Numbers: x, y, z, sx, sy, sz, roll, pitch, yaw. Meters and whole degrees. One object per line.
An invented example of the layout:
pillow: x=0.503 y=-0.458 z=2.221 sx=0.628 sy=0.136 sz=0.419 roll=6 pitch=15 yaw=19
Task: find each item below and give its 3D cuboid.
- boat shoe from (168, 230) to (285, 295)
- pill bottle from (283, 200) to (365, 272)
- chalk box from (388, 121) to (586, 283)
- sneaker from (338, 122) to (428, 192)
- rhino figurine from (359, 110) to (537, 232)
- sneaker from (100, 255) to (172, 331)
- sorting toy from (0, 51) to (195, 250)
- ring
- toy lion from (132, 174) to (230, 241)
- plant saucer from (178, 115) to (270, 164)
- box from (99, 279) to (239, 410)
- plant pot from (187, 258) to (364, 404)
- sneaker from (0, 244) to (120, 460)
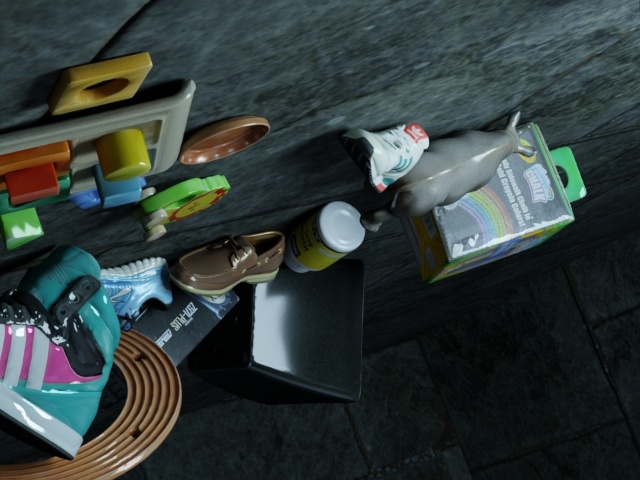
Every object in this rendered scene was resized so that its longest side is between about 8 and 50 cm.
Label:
boat shoe: x=-0.108 y=0.020 z=1.699 sx=0.178 sy=0.064 sz=0.060 roll=-12 pitch=137 yaw=-51
pill bottle: x=0.000 y=0.000 z=1.772 sx=0.065 sy=0.065 sz=0.116 roll=-15 pitch=168 yaw=-34
chalk box: x=0.212 y=-0.051 z=1.740 sx=0.213 sy=0.132 sz=0.132 roll=-17 pitch=170 yaw=-14
sneaker: x=0.068 y=-0.096 z=1.441 sx=0.075 sy=0.057 sz=0.161 roll=-37 pitch=169 yaw=2
rhino figurine: x=0.153 y=-0.084 z=1.598 sx=0.243 sy=0.073 sz=0.106 roll=-25 pitch=179 yaw=-35
sneaker: x=-0.237 y=0.070 z=1.629 sx=0.162 sy=0.073 sz=0.063 roll=-16 pitch=169 yaw=-27
sorting toy: x=-0.189 y=-0.052 z=1.112 sx=0.196 sy=0.047 sz=0.347 roll=-19 pitch=170 yaw=-13
ring: x=-0.316 y=0.181 z=1.547 sx=0.337 sy=0.032 sz=0.336 roll=-1 pitch=-151 yaw=0
toy lion: x=-0.132 y=-0.038 z=1.385 sx=0.096 sy=0.034 sz=0.100 roll=-26 pitch=172 yaw=-12
plant saucer: x=-0.084 y=-0.088 z=1.240 sx=0.083 sy=0.013 sz=0.083 roll=-21 pitch=171 yaw=-3
box: x=-0.207 y=0.115 z=1.774 sx=0.180 sy=0.077 sz=0.147 roll=-32 pitch=-168 yaw=48
plant pot: x=-0.068 y=0.114 z=1.873 sx=0.167 sy=0.187 sz=0.188 roll=11 pitch=167 yaw=-44
sneaker: x=-0.295 y=0.069 z=1.374 sx=0.124 sy=0.178 sz=0.295 roll=9 pitch=153 yaw=39
